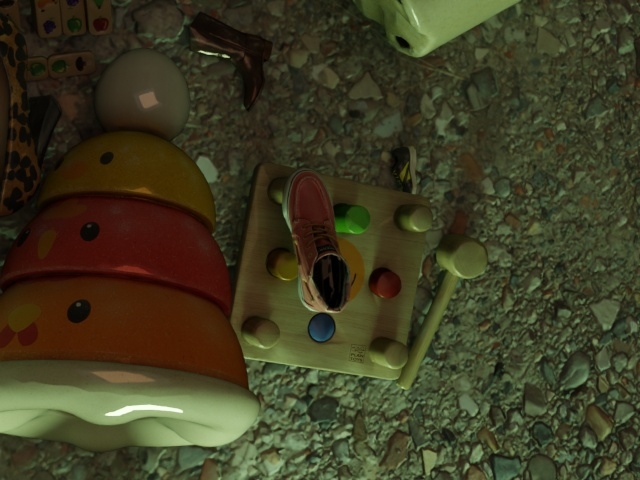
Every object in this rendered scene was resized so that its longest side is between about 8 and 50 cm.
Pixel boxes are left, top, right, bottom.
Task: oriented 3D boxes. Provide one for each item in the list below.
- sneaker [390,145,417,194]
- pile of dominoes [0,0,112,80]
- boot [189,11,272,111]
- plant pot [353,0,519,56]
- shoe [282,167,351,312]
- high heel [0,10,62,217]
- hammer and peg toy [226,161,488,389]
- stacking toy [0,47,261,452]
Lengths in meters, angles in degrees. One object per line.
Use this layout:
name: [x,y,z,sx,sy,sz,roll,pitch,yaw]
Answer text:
sneaker: [0.115,-0.091,1.500,0.035,0.031,0.083,0,88,-8]
pile of dominoes: [-0.373,-0.271,1.252,0.251,0.040,0.196,-11,121,-21]
boot: [-0.126,-0.233,1.393,0.114,0.037,0.106,18,72,-24]
plant pot: [0.181,-0.410,1.380,0.305,0.334,0.334,-38,105,-5]
shoe: [0.000,0.000,1.291,0.063,0.081,0.178,-8,94,-18]
high heel: [-0.387,-0.157,1.186,0.261,0.093,0.186,55,34,-43]
hammer and peg toy: [0.060,0.059,1.427,0.361,0.127,0.266,12,87,-21]
stacking toy: [-0.237,-0.005,1.264,0.351,0.350,0.480,9,70,-21]
